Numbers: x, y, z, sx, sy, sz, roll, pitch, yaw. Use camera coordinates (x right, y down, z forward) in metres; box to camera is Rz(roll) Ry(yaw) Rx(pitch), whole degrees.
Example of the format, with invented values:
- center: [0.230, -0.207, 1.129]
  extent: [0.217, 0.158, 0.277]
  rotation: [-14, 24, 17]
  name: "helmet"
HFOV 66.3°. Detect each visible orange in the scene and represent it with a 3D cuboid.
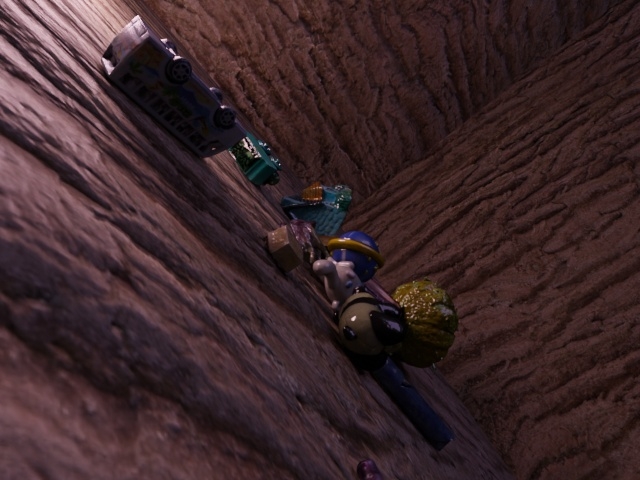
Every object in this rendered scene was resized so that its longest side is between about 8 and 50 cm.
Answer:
- center: [0.331, 0.281, 1.678]
  extent: [0.223, 0.301, 0.300]
  rotation: [14, 33, -32]
  name: "orange"

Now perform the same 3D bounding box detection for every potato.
- center: [-0.081, 0.022, 1.134]
  extent: [0.086, 0.061, 0.122]
  rotation: [52, 6, -22]
  name: "potato"

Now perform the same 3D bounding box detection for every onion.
- center: [0.128, 0.165, 1.579]
  extent: [0.283, 0.120, 0.227]
  rotation: [44, 7, -13]
  name: "onion"

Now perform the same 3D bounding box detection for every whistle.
- center: [0.232, 0.409, 1.231]
  extent: [0.304, 0.062, 0.062]
  rotation: [51, 6, -14]
  name: "whistle"
- center: [0.088, 0.354, 0.607]
  extent: [0.033, 0.033, 0.176]
  rotation: [47, 8, -38]
  name: "whistle"

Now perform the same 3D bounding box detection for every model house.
- center: [-0.033, -0.142, 1.888]
  extent: [0.240, 0.226, 0.261]
  rotation: [21, 11, -10]
  name: "model house"

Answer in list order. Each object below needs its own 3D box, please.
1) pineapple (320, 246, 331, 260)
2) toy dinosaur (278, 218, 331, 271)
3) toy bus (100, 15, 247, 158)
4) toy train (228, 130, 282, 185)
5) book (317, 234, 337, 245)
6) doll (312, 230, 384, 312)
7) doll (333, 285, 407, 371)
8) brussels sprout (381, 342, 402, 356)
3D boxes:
- center: [0.084, 0.096, 1.767]
  extent: [0.198, 0.108, 0.108]
  rotation: [57, 5, -11]
  name: "pineapple"
- center: [-0.041, 0.005, 1.450]
  extent: [0.162, 0.077, 0.294]
  rotation: [59, 8, 1]
  name: "toy dinosaur"
- center: [-0.297, -0.305, 1.045]
  extent: [0.109, 0.136, 0.329]
  rotation: [54, 6, 35]
  name: "toy bus"
- center: [-0.216, -0.269, 1.622]
  extent: [0.198, 0.107, 0.154]
  rotation: [55, 14, 19]
  name: "toy train"
- center: [0.000, 0.000, 1.697]
  extent: [0.172, 0.118, 0.012]
  rotation: [-79, 171, -81]
  name: "book"
- center: [0.056, 0.073, 1.357]
  extent: [0.159, 0.243, 0.311]
  rotation: [20, -10, 35]
  name: "doll"
- center: [0.108, 0.198, 1.157]
  extent: [0.135, 0.144, 0.234]
  rotation: [36, 13, -7]
  name: "doll"
- center: [0.149, 0.261, 1.324]
  extent: [0.139, 0.100, 0.181]
  rotation: [43, 5, 16]
  name: "brussels sprout"
